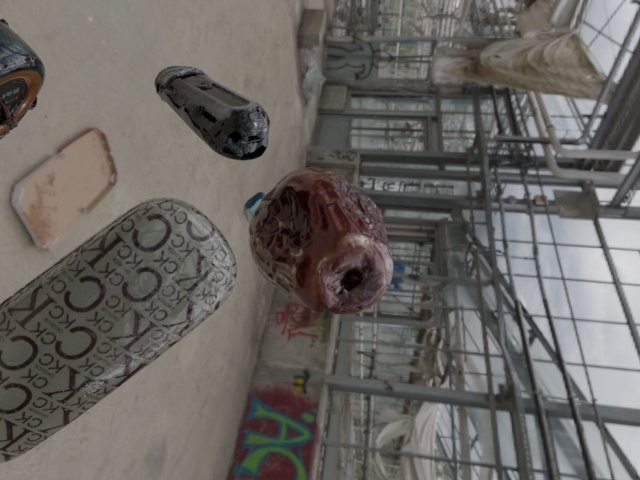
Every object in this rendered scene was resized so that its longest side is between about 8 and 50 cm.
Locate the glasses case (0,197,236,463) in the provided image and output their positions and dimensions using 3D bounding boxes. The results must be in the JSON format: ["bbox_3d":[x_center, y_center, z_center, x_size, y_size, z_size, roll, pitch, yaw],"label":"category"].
[{"bbox_3d":[-0.248,0.094,0.465,0.137,0.355,0.085,54,-2,-24],"label":"glasses case"}]

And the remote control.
[{"bbox_3d":[-0.159,-0.198,0.636,0.090,0.266,0.066,-12,132,-38],"label":"remote control"}]

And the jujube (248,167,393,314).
[{"bbox_3d":[0.000,0.000,0.654,0.290,0.197,0.197,-128,-143,-64],"label":"jujube"}]

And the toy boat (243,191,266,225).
[{"bbox_3d":[-0.173,-0.071,1.335,0.096,0.061,0.299,-41,176,-10],"label":"toy boat"}]

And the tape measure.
[{"bbox_3d":[-0.541,-0.244,0.706,0.223,0.135,0.202,-30,-160,47],"label":"tape measure"}]
